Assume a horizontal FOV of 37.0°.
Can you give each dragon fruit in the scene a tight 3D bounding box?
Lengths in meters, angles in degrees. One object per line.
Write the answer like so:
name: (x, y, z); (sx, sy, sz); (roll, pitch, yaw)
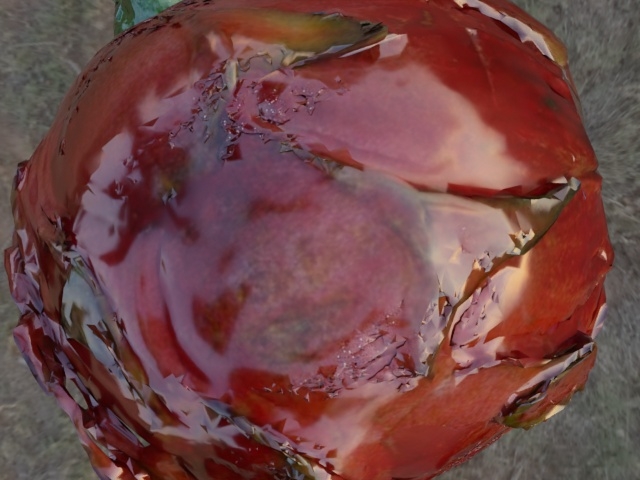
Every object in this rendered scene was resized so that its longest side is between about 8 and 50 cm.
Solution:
dragon fruit: (0.000, 0.000, 0.510); (0.301, 0.295, 0.296); (-13, 91, 6)

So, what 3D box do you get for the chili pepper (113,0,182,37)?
chili pepper: (-0.048, -0.149, 0.705); (0.270, 0.136, 0.099); (23, 100, -12)
